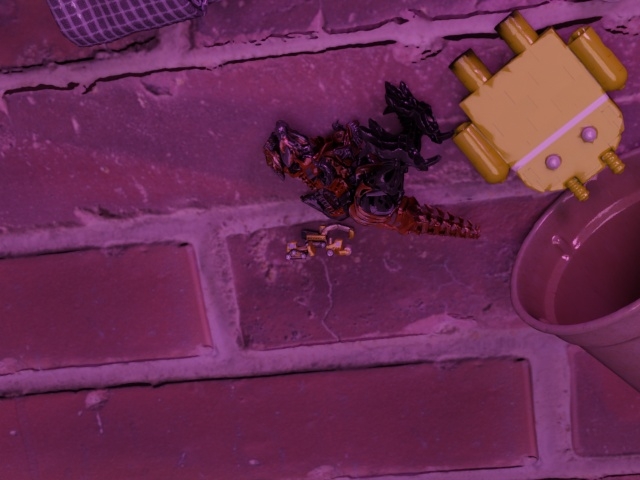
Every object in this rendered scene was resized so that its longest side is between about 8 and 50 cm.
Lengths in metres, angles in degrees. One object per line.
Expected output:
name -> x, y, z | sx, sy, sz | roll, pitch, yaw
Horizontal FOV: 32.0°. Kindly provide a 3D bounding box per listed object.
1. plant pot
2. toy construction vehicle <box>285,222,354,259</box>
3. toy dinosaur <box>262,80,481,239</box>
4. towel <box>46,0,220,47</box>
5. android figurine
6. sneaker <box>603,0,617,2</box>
plant pot -> 0.488, 0.085, 1.550 | 0.334, 0.334, 0.305 | -38, 115, 19
toy construction vehicle -> 0.000, 0.000, 1.674 | 0.098, 0.086, 0.035 | -2, 105, 9
toy dinosaur -> 0.082, -0.098, 1.616 | 0.322, 0.164, 0.218 | 14, 132, -17
towel -> -0.286, -0.410, 1.479 | 0.235, 0.121, 0.284 | -7, 118, 33
android figurine -> 0.311, -0.180, 1.564 | 0.248, 0.056, 0.273 | -37, 94, 19
sneaker -> 0.436, -0.423, 1.408 | 0.108, 0.169, 0.292 | 28, 114, -6
